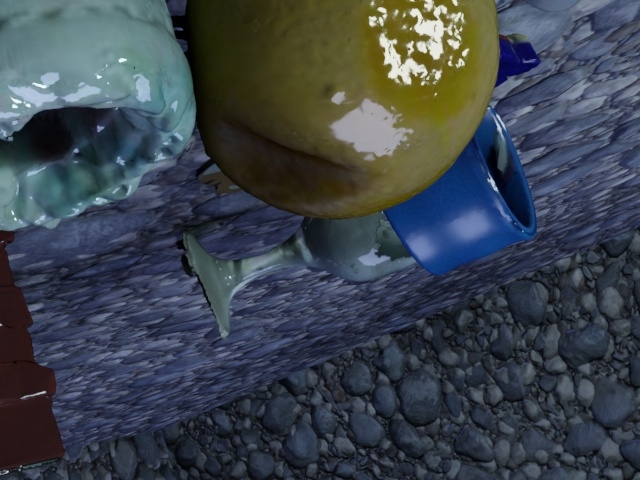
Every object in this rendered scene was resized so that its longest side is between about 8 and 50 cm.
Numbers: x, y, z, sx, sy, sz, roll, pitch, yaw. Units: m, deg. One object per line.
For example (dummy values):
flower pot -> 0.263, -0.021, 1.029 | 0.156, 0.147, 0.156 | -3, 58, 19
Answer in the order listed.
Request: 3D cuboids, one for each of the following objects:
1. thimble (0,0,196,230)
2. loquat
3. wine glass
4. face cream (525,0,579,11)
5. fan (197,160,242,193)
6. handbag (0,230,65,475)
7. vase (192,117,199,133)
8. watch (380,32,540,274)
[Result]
thimble -> -0.172, -0.093, 0.567 | 0.185, 0.149, 0.211 | -18, 167, -16
loquat -> 0.005, -0.113, 0.638 | 0.213, 0.213, 0.213 | -18, 167, -4
wine glass -> 0.000, 0.000, 1.247 | 0.321, 0.143, 0.143 | -22, 167, 3
face cream -> 0.208, -0.235, 0.738 | 0.084, 0.057, 0.198 | -22, 168, -28
fan -> -0.068, -0.088, 1.051 | 0.152, 0.008, 0.226 | -22, 168, 14
handbag -> -0.335, 0.069, 0.753 | 0.275, 0.260, 0.084 | -8, 161, -47
vase -> -0.130, -0.091, 0.836 | 0.167, 0.059, 0.059 | -23, 167, 14
watch -> 0.113, -0.079, 0.936 | 0.171, 0.200, 0.196 | -23, 171, 31
